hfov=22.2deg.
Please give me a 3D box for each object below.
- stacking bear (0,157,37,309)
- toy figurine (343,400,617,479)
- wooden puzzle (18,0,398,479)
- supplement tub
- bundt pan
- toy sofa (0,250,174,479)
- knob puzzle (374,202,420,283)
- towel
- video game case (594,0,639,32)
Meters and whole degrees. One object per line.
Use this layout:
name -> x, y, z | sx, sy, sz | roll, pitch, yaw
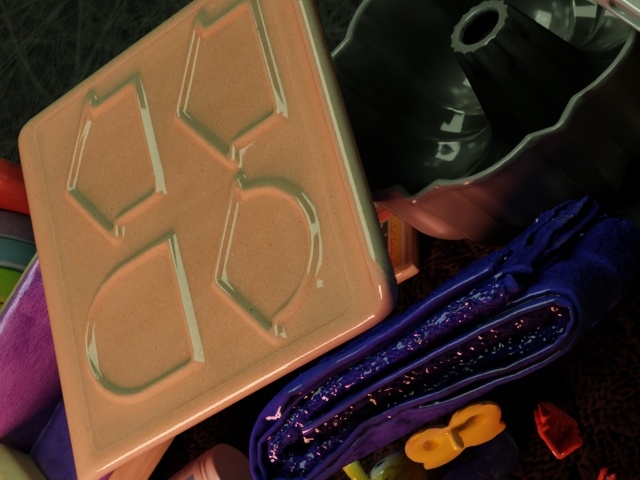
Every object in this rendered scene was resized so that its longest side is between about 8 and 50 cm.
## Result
stacking bear -> -0.339, 0.091, 1.630 | 0.175, 0.164, 0.289 | -21, 54, 42
toy figurine -> 0.046, 0.233, 1.091 | 0.362, 0.191, 0.217 | -40, 6, 11
wooden puzzle -> -0.089, -0.018, 1.247 | 0.348, 0.080, 0.322 | -34, 58, 33
supplement tub -> -0.101, 0.218, 1.294 | 0.107, 0.071, 0.071 | -39, 34, 18
bundt pan -> 0.159, -0.132, 1.282 | 0.331, 0.124, 0.330 | -30, 38, 27
toy sofa -> -0.161, 0.067, 1.391 | 0.362, 0.177, 0.150 | -57, 33, -1
knob puzzle -> 0.000, 0.000, 1.430 | 0.213, 0.030, 0.213 | -31, 38, 28
towel -> 0.089, 0.056, 1.059 | 0.228, 0.076, 0.308 | -30, -3, 20
video game case -> 0.298, -0.193, 1.126 | 0.201, 0.023, 0.183 | -38, 62, -23
